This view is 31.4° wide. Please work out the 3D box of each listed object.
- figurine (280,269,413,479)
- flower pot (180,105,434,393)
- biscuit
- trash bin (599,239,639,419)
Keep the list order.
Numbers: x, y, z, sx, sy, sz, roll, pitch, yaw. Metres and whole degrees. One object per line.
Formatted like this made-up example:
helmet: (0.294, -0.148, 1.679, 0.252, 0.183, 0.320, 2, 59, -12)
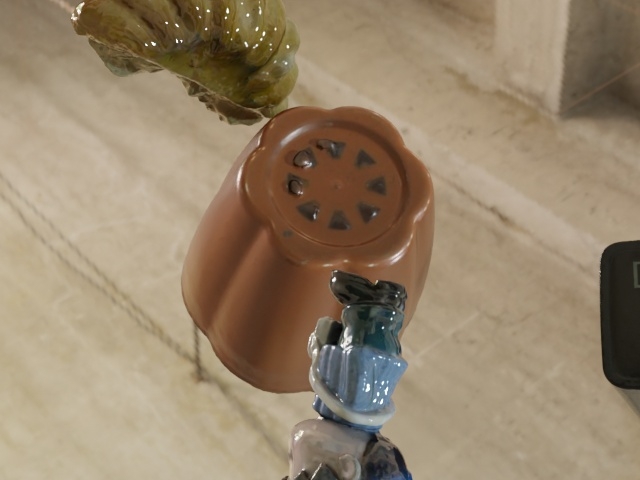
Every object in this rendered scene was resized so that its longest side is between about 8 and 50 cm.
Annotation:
figurine: (0.019, 0.087, 0.526, 0.079, 0.136, 0.077, 21, -5, 8)
flower pot: (0.000, 0.000, 0.817, 0.190, 0.190, 0.173, 51, -23, 13)
biscuit: (-0.080, -0.139, 0.807, 0.118, 0.183, 0.061, -47, -136, 20)
trash bin: (0.319, 0.088, 0.884, 0.165, 0.115, 0.225, -6, -25, 21)
